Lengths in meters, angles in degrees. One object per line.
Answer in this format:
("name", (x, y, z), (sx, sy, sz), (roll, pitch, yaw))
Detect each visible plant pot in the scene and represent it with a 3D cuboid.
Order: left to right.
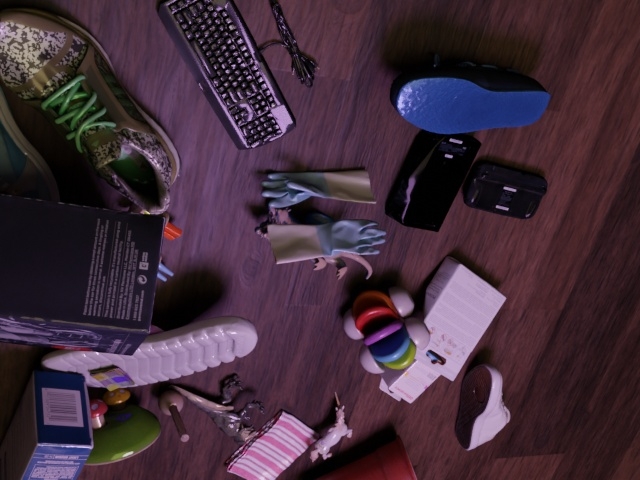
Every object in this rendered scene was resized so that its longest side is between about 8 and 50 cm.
("plant pot", (0.112, 0.647, 1.962), (0.265, 0.272, 0.272), (-19, 126, -2))

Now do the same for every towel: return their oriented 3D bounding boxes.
("towel", (-0.400, 0.267, 1.559), (0.060, 0.009, 0.083), (-13, 145, 9))
("towel", (-0.110, 0.496, 1.900), (0.197, 0.029, 0.144), (-44, 128, 7))

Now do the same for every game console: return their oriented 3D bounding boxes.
("game console", (0.322, -0.105, 1.704), (0.361, 0.044, 0.213), (11, 117, -28))

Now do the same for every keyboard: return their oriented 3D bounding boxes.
("keyboard", (-0.119, -0.312, 1.389), (0.202, 0.033, 0.317), (-32, 128, -2))

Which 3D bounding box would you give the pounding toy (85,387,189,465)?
("pounding toy", (-0.391, 0.344, 1.606), (0.237, 0.183, 0.110), (-13, 105, -11))

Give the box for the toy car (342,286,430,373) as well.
("toy car", (0.132, 0.186, 1.707), (0.159, 0.182, 0.136), (-30, 163, 11))

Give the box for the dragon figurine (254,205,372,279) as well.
("dragon figurine", (0.000, 0.000, 1.601), (0.289, 0.144, 0.085), (13, 114, -51))

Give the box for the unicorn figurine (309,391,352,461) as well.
("unicorn figurine", (0.031, 0.453, 1.905), (0.162, 0.060, 0.111), (-59, 156, -16))

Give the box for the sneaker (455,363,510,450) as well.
("sneaker", (0.424, 0.404, 2.037), (0.123, 0.106, 0.290), (-13, 135, -21))

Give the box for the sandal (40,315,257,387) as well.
("sandal", (-0.328, 0.202, 1.577), (0.417, 0.102, 0.169), (-9, 144, 1))

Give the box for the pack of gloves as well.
("pack of gloves", (0.010, -0.059, 1.503), (0.232, 0.195, 0.046), (-4, 149, -21))

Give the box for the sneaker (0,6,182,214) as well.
("sneaker", (-0.353, -0.191, 1.267), (0.158, 0.182, 0.410), (-41, 126, 5))

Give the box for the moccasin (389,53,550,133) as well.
("moccasin", (0.270, -0.273, 1.534), (0.342, 0.116, 0.137), (2, 132, -30))

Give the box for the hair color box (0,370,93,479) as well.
("hair color box", (-0.544, 0.429, 1.547), (0.105, 0.174, 0.347), (13, 125, -31))

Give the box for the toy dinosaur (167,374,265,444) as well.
("toy dinosaur", (-0.199, 0.364, 1.762), (0.118, 0.064, 0.268), (-36, 124, 9))

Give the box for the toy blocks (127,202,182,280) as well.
("toy blocks", (-0.308, 0.004, 1.490), (0.123, 0.054, 0.148), (-43, 127, 7))

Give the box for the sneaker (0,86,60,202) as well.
("sneaker", (-0.527, -0.099, 1.221), (0.127, 0.208, 0.319), (-9, 125, 19))

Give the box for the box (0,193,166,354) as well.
("box", (-0.424, 0.063, 1.254), (0.313, 0.343, 0.178), (9, 74, -15))

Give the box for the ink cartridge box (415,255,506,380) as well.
("ink cartridge box", (0.294, 0.177, 1.828), (0.189, 0.066, 0.232), (33, 92, -36))

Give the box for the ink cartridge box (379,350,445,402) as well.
("ink cartridge box", (0.201, 0.297, 1.872), (0.143, 0.090, 0.092), (-45, 126, 8))
